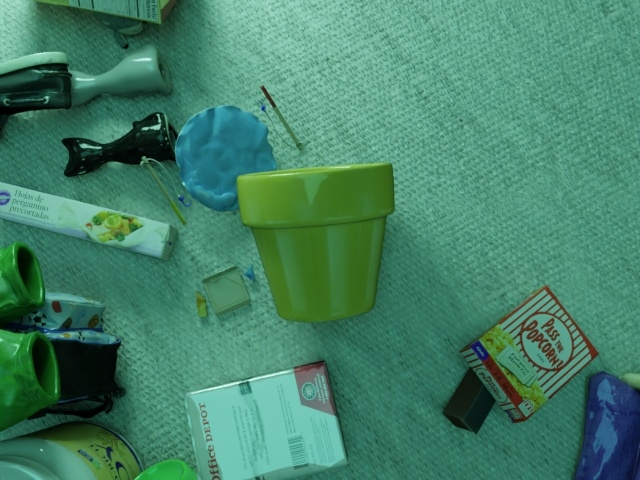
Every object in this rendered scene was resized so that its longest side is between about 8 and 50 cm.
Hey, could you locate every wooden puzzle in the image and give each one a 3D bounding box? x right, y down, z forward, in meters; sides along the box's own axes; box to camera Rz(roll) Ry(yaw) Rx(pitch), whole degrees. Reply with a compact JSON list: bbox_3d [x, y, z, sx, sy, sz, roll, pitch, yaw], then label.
[{"bbox_3d":[-0.168,0.090,1.272,0.116,0.014,0.078,-16,86,-1],"label":"wooden puzzle"}]

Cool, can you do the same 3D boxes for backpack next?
[{"bbox_3d":[-0.482,0.180,1.151,0.264,0.276,0.213,-3,77,8],"label":"backpack"}]

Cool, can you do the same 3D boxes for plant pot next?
[{"bbox_3d":[0.000,0.000,1.175,0.254,0.254,0.238,-5,96,1],"label":"plant pot"}]

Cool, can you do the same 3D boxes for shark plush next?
[{"bbox_3d":[-0.390,-0.432,1.322,0.161,0.067,0.073,44,85,7],"label":"shark plush"}]

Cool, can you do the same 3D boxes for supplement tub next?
[{"bbox_3d":[-0.414,0.406,1.072,0.241,0.331,0.241,0,82,1],"label":"supplement tub"}]

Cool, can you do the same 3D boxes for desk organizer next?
[{"bbox_3d":[0.266,0.258,1.217,0.047,0.050,0.130,48,67,-26],"label":"desk organizer"}]

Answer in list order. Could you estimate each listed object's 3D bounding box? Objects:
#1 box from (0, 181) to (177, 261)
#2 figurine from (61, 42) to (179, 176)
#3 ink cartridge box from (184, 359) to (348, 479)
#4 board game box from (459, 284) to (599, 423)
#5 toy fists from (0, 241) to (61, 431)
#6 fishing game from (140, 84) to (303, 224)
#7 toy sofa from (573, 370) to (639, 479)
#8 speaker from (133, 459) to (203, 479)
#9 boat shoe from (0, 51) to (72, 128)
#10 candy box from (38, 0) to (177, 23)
[{"bbox_3d":[-0.418,-0.033,1.268,0.324,0.067,0.063,14,82,4],"label":"box"},{"bbox_3d":[-0.373,-0.229,1.288,0.210,0.092,0.214,-11,81,4],"label":"figurine"},{"bbox_3d":[-0.088,0.310,1.194,0.237,0.100,0.171,-13,82,-1],"label":"ink cartridge box"},{"bbox_3d":[0.350,0.187,1.199,0.193,0.045,0.146,-34,82,-24],"label":"board game box"},{"bbox_3d":[-0.459,0.131,0.988,0.142,0.096,0.279,-23,63,2],"label":"toy fists"},{"bbox_3d":[-0.165,-0.144,1.267,0.264,0.041,0.189,-39,108,-14],"label":"fishing game"},{"bbox_3d":[0.505,0.396,1.143,0.177,0.150,0.362,15,83,2],"label":"toy sofa"},{"bbox_3d":[-0.189,0.488,1.107,0.131,0.131,0.296,-25,109,-2],"label":"speaker"},{"bbox_3d":[-0.591,-0.232,1.270,0.340,0.127,0.113,-15,96,6],"label":"boat shoe"},{"bbox_3d":[-0.406,-0.488,1.277,0.317,0.087,0.183,11,43,3],"label":"candy box"}]
